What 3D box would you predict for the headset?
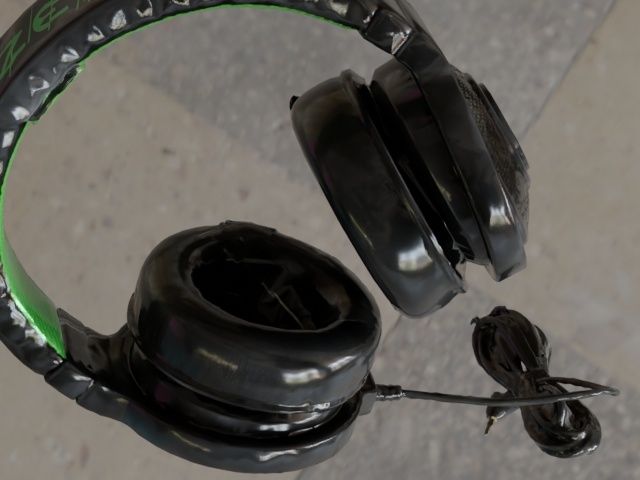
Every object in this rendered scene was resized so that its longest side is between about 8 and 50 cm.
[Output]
[{"bbox_3d":[0.000,0.000,0.924,0.394,0.243,0.185,35,17,-29],"label":"headset"}]
